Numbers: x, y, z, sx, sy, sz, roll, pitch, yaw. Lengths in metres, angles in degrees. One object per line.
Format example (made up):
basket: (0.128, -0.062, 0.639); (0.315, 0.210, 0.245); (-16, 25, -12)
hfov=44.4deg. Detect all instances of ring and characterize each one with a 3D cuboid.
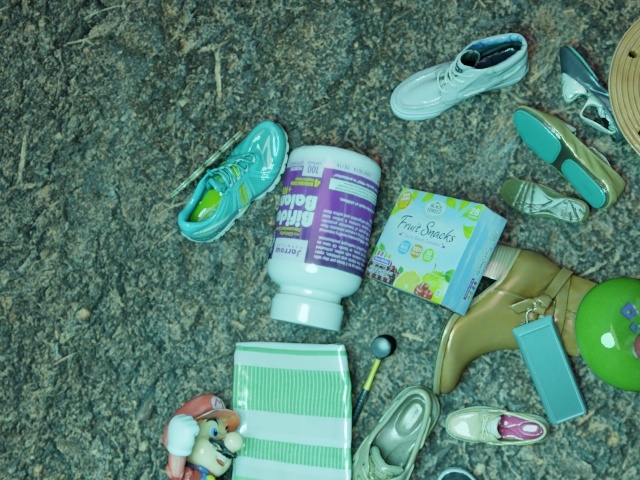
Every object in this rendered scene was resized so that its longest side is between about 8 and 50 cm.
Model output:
ring: (0.642, -0.245, 1.299); (0.337, 0.032, 0.336); (0, 79, 1)

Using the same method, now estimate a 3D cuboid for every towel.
towel: (-0.057, 0.338, 1.347); (0.248, 0.038, 0.324); (-4, 79, 31)

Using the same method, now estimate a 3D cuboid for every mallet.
mallet: (0.080, 0.250, 1.353); (0.039, 0.062, 0.189); (23, 86, 15)

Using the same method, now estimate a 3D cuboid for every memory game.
memory game: (-0.209, -0.141, 1.444); (0.186, 0.186, 0.012); (-42, 100, 3)

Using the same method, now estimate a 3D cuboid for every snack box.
snack box: (0.187, 0.013, 1.313); (0.207, 0.070, 0.174); (21, 85, 54)

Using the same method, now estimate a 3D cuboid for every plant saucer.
plant saucer: (0.373, 0.213, 1.261); (0.067, 0.018, 0.192); (-23, 109, 9)

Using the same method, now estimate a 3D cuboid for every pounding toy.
pounding toy: (0.525, 0.133, 1.206); (0.237, 0.110, 0.183); (-7, 75, -11)

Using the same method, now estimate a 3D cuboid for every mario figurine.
mario figurine: (-0.175, 0.397, 1.277); (0.170, 0.198, 0.320); (5, 53, -12)

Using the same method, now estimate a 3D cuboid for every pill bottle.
pill bottle: (0.000, 0.000, 1.364); (0.169, 0.169, 0.301); (8, 81, 15)

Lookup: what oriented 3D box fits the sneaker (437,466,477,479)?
sneaker: (0.234, 0.495, 1.222); (0.101, 0.153, 0.268); (-12, 77, 11)

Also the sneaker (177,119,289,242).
sneaker: (-0.160, -0.108, 1.453); (0.107, 0.110, 0.275); (38, 89, 17)

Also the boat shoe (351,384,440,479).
boat shoe: (0.100, 0.377, 1.305); (0.109, 0.098, 0.302); (31, 88, 17)

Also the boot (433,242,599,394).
boot: (0.319, 0.154, 1.305); (0.220, 0.109, 0.283); (21, 82, 10)

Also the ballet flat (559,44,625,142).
ballet flat: (0.465, -0.248, 1.352); (0.074, 0.074, 0.203); (-39, 76, 4)

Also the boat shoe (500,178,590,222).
boat shoe: (0.388, -0.067, 1.353); (0.153, 0.048, 0.056); (16, 96, 22)

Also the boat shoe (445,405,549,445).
boat shoe: (0.290, 0.305, 1.293); (0.170, 0.059, 0.063); (-2, 79, 13)

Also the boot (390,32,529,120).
boot: (0.240, -0.297, 1.385); (0.258, 0.123, 0.095); (-21, 76, 9)

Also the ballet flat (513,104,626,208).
ballet flat: (0.429, -0.152, 1.350); (0.073, 0.080, 0.232); (-32, 75, -23)
